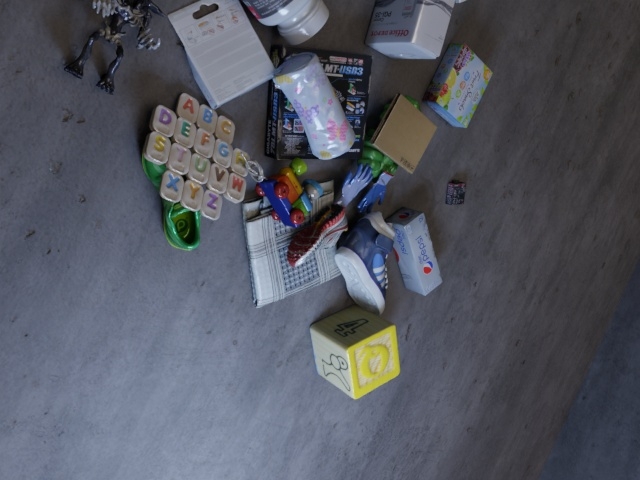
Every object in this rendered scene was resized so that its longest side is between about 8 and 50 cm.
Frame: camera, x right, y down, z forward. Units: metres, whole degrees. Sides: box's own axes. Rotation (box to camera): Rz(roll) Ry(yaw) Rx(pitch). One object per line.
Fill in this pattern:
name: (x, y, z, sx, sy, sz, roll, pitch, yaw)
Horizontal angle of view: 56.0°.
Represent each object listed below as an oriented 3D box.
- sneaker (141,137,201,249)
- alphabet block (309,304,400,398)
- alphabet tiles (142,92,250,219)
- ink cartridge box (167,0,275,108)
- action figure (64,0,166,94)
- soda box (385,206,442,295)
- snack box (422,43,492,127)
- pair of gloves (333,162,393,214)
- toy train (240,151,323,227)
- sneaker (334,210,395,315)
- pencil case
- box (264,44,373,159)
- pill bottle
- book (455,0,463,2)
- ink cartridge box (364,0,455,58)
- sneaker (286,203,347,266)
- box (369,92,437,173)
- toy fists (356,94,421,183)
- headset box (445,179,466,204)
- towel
sneaker: (-0.339, -0.112, 1.445, 0.110, 0.124, 0.295, -25, 117, -28)
alphabet block: (0.107, 0.339, 1.868, 0.194, 0.197, 0.192, -24, 118, -29)
alphabet tiles: (-0.286, -0.201, 1.439, 0.284, 0.021, 0.277, 26, 61, -41)
ink cartridge box: (-0.239, -0.466, 1.467, 0.189, 0.066, 0.232, -35, 101, -23)
action figure: (-0.420, -0.452, 1.270, 0.164, 0.141, 0.275, 25, 92, -37)
soda box: (0.308, 0.037, 1.983, 0.091, 0.098, 0.286, -35, 123, -24)
snack box: (0.442, -0.494, 1.931, 0.175, 0.070, 0.207, 29, 88, -38)
pair of gloves: (0.130, -0.149, 1.773, 0.198, 0.023, 0.159, 10, 122, -46)
toy train: (-0.094, -0.168, 1.565, 0.143, 0.105, 0.248, -46, 124, -25)
sneaker: (0.179, 0.060, 1.879, 0.236, 0.130, 0.322, -50, 136, -23)
pencil case: (-0.012, -0.339, 1.533, 0.124, 0.113, 0.273, -35, 122, -6)
box: (-0.003, -0.369, 1.643, 0.296, 0.073, 0.293, -6, 107, -34)
pill bottle: (-0.120, -0.623, 1.411, 0.176, 0.176, 0.318, -53, 127, -11)
book: (0.447, -0.821, 1.859, 0.096, 0.035, 0.144, -29, 121, -22)
ink cartridge box: (0.260, -0.657, 1.657, 0.117, 0.207, 0.282, 11, 97, -37)
sneaker: (0.000, 0.000, 1.697, 0.225, 0.088, 0.092, -42, 129, -20)
box: (0.246, -0.309, 1.757, 0.201, 0.021, 0.164, 28, 90, -42)
toy fists: (0.211, -0.307, 1.806, 0.279, 0.096, 0.142, -53, 126, -9)
headset box: (0.468, -0.167, 2.077, 0.062, 0.032, 0.083, -8, 108, -35)
towel: (-0.071, 0.003, 1.723, 0.312, 0.056, 0.324, -18, 114, -31)
